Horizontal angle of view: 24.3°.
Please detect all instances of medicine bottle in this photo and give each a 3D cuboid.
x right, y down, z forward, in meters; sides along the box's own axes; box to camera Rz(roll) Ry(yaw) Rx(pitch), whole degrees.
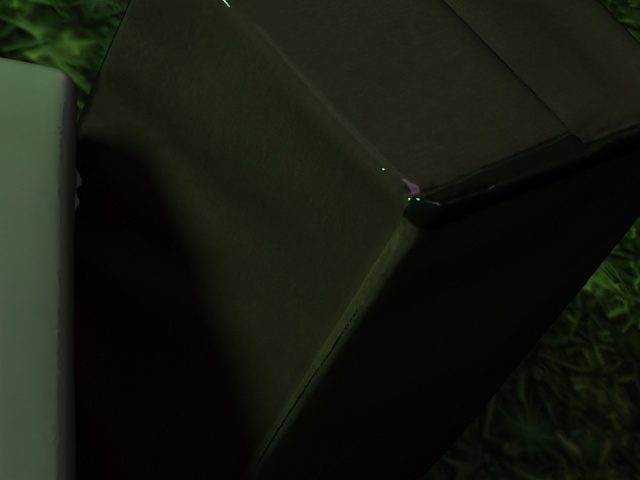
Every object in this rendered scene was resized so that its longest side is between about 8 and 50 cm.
[{"bbox_3d":[-0.138,0.093,0.495,0.111,0.161,0.296,9,66,-28],"label":"medicine bottle"}]

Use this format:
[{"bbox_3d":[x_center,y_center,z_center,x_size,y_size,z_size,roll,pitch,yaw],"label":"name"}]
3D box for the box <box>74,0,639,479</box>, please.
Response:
[{"bbox_3d":[0.000,0.000,0.605,0.188,0.252,0.153,-21,63,-41],"label":"box"}]
